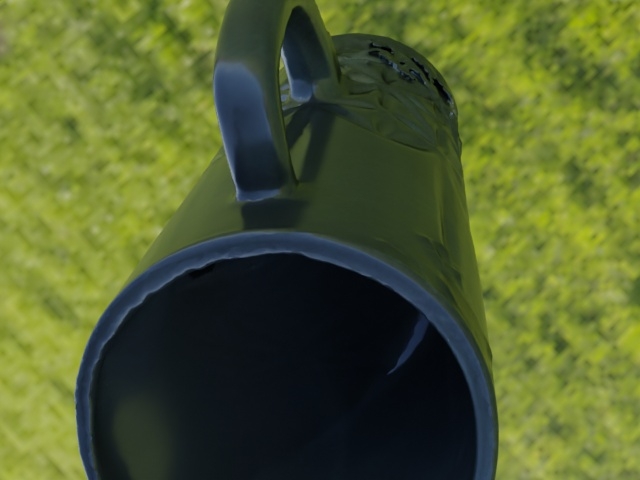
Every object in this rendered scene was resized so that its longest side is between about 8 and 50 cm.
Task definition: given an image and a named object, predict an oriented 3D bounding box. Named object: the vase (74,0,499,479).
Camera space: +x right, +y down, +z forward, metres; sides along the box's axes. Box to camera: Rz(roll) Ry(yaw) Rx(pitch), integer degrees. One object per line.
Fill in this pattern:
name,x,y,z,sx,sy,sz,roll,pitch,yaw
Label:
vase,0.000,0.000,0.810,0.156,0.301,0.251,-5,115,10
